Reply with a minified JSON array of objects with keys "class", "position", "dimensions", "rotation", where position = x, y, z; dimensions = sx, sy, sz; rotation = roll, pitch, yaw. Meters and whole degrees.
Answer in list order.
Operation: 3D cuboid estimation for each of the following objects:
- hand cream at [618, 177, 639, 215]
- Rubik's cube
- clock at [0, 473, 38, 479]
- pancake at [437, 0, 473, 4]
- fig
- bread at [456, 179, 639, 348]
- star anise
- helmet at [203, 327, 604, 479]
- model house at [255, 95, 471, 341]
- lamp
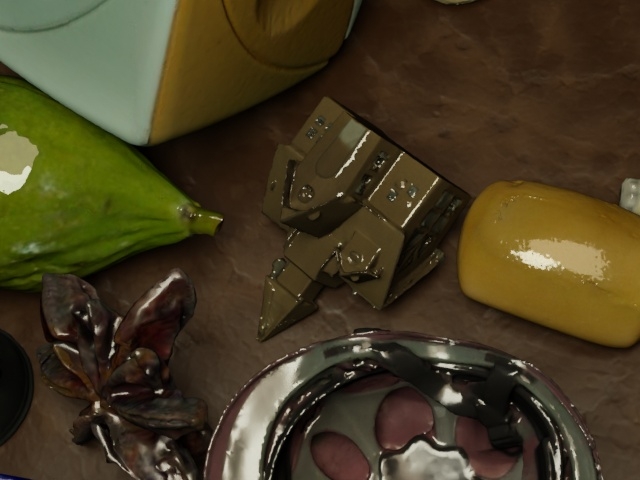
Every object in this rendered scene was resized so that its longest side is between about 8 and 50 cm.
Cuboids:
[{"class":"hand cream","position":[0.380,-0.037,1.276],"dimensions":[0.143,0.039,0.061],"rotation":[10,63,-1]},{"class":"Rubik's cube","position":[-0.153,-0.343,1.214],"dimensions":[0.351,0.347,0.352],"rotation":[38,43,21]},{"class":"clock","position":[-0.282,0.260,1.110],"dimensions":[0.230,0.230,0.083],"rotation":[8,74,8]},{"class":"pancake","position":[0.159,-0.337,1.414],"dimensions":[0.151,0.025,0.152],"rotation":[-2,68,5]},{"class":"fig","position":[-0.283,-0.028,1.238],"dimensions":[0.314,0.233,0.233],"rotation":[37,75,0]},{"class":"bread","position":[0.245,0.017,1.231],"dimensions":[0.217,0.098,0.147],"rotation":[15,74,12]},{"class":"star anise","position":[-0.182,0.135,1.161],"dimensions":[0.282,0.212,0.129],"rotation":[3,26,44]},{"class":"helmet","position":[0.082,0.222,1.111],"dimensions":[0.338,0.197,0.271],"rotation":[-3,76,10]},{"class":"model house","position":[0.000,0.000,1.235],"dimensions":[0.181,0.176,0.248],"rotation":[38,98,27]},{"class":"lamp","position":[-0.372,0.116,1.174],"dimensions":[0.172,0.227,0.147],"rotation":[15,70,11]}]
